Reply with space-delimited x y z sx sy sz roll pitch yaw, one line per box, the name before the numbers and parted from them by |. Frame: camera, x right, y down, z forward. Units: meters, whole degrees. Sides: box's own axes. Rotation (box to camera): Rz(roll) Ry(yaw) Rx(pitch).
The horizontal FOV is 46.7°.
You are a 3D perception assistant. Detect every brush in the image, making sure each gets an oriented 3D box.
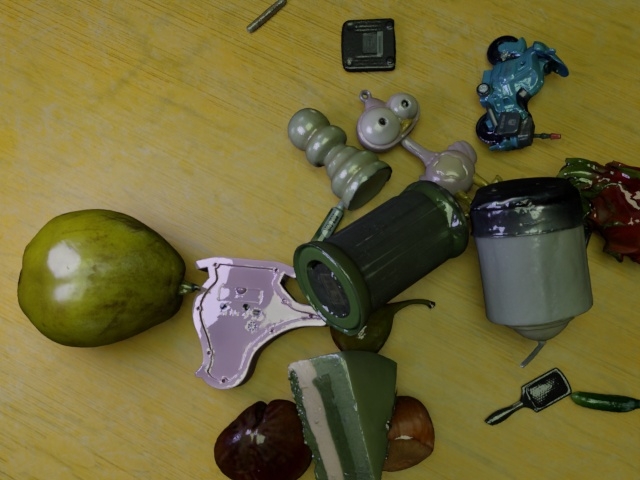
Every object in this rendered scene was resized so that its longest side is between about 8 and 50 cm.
brush | 0.427 0.333 1.532 0.193 0.016 0.063 -29 79 -2

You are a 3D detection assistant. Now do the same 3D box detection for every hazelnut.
hazelnut | 0.153 0.383 1.485 0.150 0.150 0.150 -1 80 4
hazelnut | -0.115 0.410 1.480 0.204 0.178 0.178 -10 80 12

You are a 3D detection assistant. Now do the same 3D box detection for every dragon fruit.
dragon fruit | 0.607 -0.058 1.517 0.269 0.198 0.200 10 107 7

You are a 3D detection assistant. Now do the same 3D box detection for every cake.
cake | 0.026 0.344 1.410 0.158 0.172 0.283 -21 48 41

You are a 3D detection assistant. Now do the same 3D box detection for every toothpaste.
toothpaste | 0.000 0.000 1.612 0.049 0.031 0.204 31 86 10

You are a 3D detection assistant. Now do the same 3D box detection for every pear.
pear | -0.432 0.079 1.512 0.375 0.287 0.287 5 81 -4

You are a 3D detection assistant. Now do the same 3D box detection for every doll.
doll | 0.216 -0.199 1.600 0.365 0.094 0.160 44 83 9

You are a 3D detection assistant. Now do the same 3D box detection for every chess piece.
chess piece | 0.028 -0.191 1.598 0.133 0.133 0.243 -42 73 -4

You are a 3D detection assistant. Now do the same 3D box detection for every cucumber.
cucumber | 0.590 0.332 1.511 0.155 0.037 0.037 5 81 5

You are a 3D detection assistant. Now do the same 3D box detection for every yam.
yam | -0.124 -0.522 1.715 0.116 0.021 0.021 -41 80 -3

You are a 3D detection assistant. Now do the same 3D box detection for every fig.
fig | 0.135 0.162 1.539 0.236 0.124 0.124 -21 79 -11

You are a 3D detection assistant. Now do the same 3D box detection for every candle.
candle | 0.419 0.053 1.467 0.221 0.221 0.342 -9 98 2

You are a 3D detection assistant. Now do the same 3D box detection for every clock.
clock | -0.123 0.176 1.557 0.290 0.080 0.275 2 81 9

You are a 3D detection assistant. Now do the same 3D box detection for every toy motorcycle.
toy motorcycle | 0.436 -0.321 1.601 0.182 0.123 0.272 6 78 27

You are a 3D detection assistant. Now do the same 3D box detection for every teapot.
teapot | 0.121 0.020 1.494 0.337 0.270 0.200 -31 103 -27

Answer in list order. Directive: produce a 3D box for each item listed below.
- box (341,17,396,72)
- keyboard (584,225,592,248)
box | 0.109 -0.444 1.682 0.125 0.027 0.126 -1 80 4
keyboard | 0.536 0.037 1.579 0.053 0.010 0.155 20 82 6
